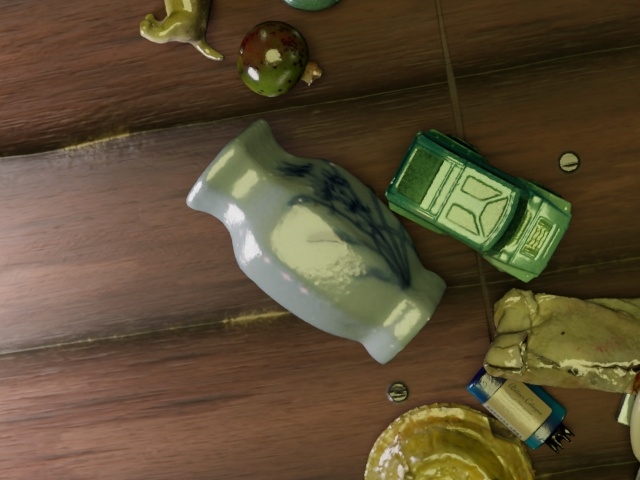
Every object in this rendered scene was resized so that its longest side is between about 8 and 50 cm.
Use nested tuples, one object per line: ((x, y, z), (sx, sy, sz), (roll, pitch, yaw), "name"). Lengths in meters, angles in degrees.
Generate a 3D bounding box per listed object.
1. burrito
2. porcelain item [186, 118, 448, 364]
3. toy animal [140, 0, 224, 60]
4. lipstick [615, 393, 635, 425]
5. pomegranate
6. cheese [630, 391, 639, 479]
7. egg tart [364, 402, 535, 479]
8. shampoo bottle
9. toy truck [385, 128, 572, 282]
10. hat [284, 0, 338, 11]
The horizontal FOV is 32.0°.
((0.428, 0.162, 1.744), (0.347, 0.107, 0.175), (1, 60, 5), "burrito")
((0.000, 0.000, 1.742), (0.405, 0.242, 0.178), (40, 118, 0), "porcelain item")
((-0.214, -0.419, 1.794), (0.168, 0.121, 0.233), (12, 100, -4), "toy animal")
((0.510, 0.234, 1.795), (0.030, 0.030, 0.129), (18, 97, 6), "lipstick")
((-0.071, -0.292, 1.784), (0.130, 0.130, 0.130), (1, 96, 8), "pomegranate")
((0.534, 0.346, 1.785), (0.127, 0.050, 0.235), (8, 106, -19), "cheese")
((0.213, 0.407, 1.815), (0.290, 0.115, 0.290), (1, 95, 6), "egg tart")
((0.330, 0.270, 1.811), (0.183, 0.050, 0.087), (42, 80, 2), "shampoo bottle")
((0.245, -0.055, 1.741), (0.278, 0.156, 0.155), (29, 99, 5), "toy truck")
((-0.006, -0.464, 1.779), (0.138, 0.078, 0.191), (20, 117, 14), "hat")
